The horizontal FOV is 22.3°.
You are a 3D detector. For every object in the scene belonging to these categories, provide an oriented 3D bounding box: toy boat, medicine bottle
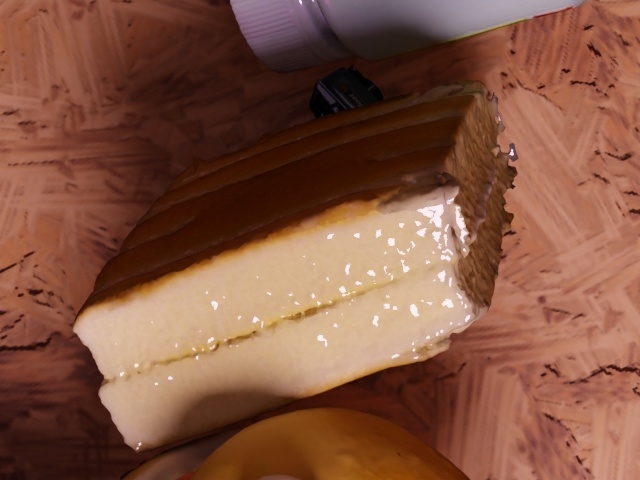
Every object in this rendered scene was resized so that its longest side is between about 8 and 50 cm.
[{"bbox_3d":[0.047,-0.056,1.125,0.060,0.055,0.141,-42,86,-12],"label":"toy boat"},{"bbox_3d":[0.060,-0.195,1.069,0.225,0.139,0.139,-13,82,23],"label":"medicine bottle"}]

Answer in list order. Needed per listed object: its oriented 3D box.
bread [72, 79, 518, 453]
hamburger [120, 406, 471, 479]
[{"bbox_3d":[0.000,0.000,1.000,0.246,0.239,0.111,-19,109,20],"label":"bread"},{"bbox_3d":[-0.008,0.245,0.903,0.261,0.186,0.303,35,60,-24],"label":"hamburger"}]
